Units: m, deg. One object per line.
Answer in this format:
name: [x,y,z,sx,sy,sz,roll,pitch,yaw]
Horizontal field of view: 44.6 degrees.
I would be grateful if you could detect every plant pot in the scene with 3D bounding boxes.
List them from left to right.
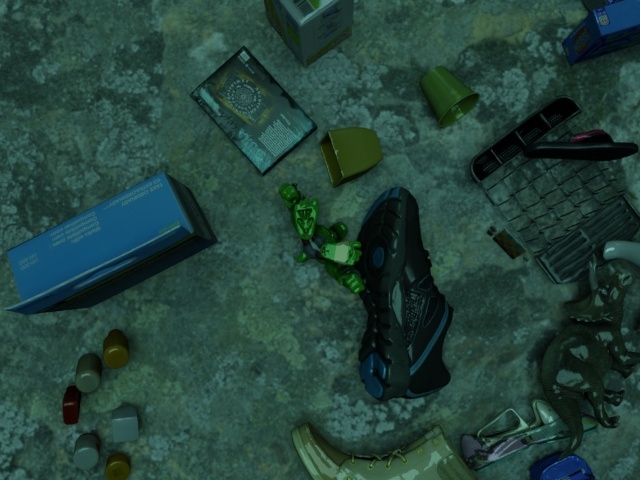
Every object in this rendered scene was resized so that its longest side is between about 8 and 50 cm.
plant pot: [0.055,-0.143,1.284,0.083,0.081,0.081,-18,86,-13]
plant pot: [0.207,-0.245,1.293,0.083,0.083,0.079,-34,73,-2]

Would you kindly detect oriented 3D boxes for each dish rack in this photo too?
dish rack: [0.393,-0.073,1.276,0.208,0.074,0.271,-36,87,-1]

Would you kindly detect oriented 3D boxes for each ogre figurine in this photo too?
ogre figurine: [0.000,0.000,1.252,0.197,0.118,0.097,34,83,1]

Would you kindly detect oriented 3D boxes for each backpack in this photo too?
backpack: [0.397,0.396,1.230,0.098,0.101,0.120,-22,82,-8]

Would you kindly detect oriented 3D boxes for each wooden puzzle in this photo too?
wooden puzzle: [0.311,0.005,1.283,0.083,0.049,0.006,46,68,3]

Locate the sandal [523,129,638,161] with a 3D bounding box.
sandal: [0.407,-0.152,1.216,0.179,0.067,0.040,2,76,1]

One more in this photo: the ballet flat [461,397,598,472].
ballet flat: [0.330,0.301,1.252,0.221,0.077,0.079,-20,83,3]

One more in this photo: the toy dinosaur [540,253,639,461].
toy dinosaur: [0.417,0.197,1.236,0.160,0.121,0.313,31,80,9]

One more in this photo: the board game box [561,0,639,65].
board game box: [0.515,-0.354,1.252,0.210,0.160,0.047,-18,86,0]

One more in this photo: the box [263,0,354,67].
box: [-0.020,-0.374,1.236,0.103,0.203,0.114,-37,85,-3]

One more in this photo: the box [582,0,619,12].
box: [0.489,-0.467,1.304,0.137,0.072,0.126,-35,87,-2]

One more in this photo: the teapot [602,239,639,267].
teapot: [0.625,-0.016,1.220,0.256,0.187,0.252,20,108,-29]

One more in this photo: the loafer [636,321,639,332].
loafer: [0.610,0.196,1.253,0.087,0.094,0.251,-44,77,3]

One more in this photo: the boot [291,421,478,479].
boot: [0.101,0.344,1.224,0.203,0.095,0.262,-41,91,7]

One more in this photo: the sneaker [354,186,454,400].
sneaker: [0.138,0.085,1.263,0.140,0.125,0.340,5,83,-26]

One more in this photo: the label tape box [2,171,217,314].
label tape box: [-0.303,0.004,1.139,0.249,0.347,0.115,-27,86,-2]

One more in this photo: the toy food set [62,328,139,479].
toy food set: [-0.355,0.266,1.264,0.111,0.104,0.232,-5,104,-13]

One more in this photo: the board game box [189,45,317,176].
board game box: [-0.113,-0.218,1.314,0.126,0.026,0.186,-41,87,-2]
